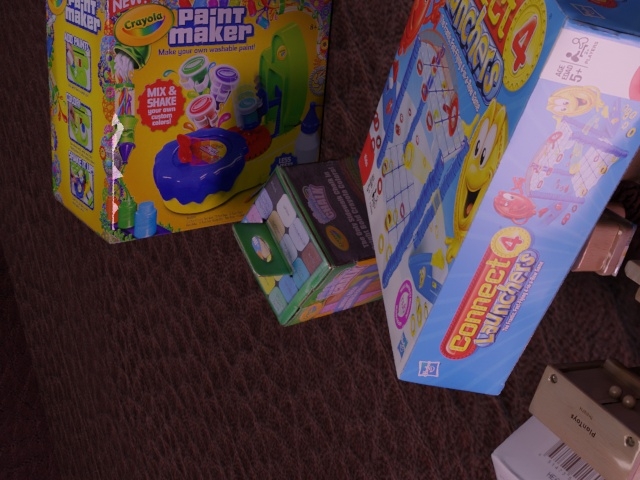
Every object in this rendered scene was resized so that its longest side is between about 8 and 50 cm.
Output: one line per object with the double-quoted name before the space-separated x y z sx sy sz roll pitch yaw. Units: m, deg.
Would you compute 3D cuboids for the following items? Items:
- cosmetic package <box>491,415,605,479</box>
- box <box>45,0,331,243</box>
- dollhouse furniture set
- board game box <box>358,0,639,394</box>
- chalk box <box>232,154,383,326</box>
"cosmetic package" 0.225 0.249 0.739 0.117 0.085 0.231 38 157 44
"box" -0.161 -0.175 1.059 0.177 0.289 0.279 30 124 46
"dollhouse furniture set" 0.281 0.046 0.634 0.212 0.160 0.242 43 124 48
"board game box" 0.127 -0.095 0.692 0.308 0.086 0.302 -96 20 -52
"chalk box" 0.000 0.000 0.952 0.132 0.213 0.132 63 142 21
